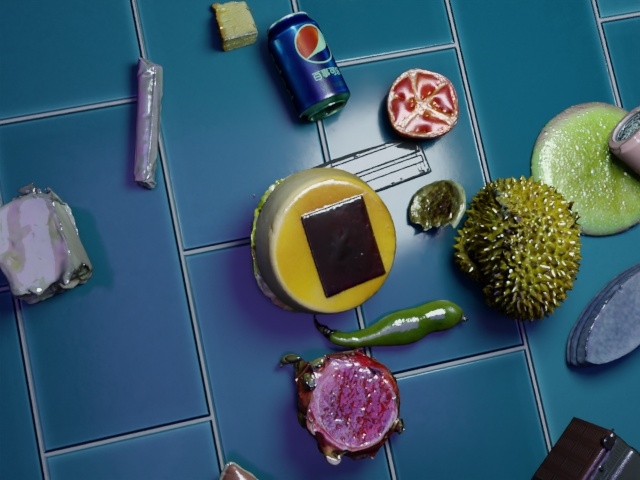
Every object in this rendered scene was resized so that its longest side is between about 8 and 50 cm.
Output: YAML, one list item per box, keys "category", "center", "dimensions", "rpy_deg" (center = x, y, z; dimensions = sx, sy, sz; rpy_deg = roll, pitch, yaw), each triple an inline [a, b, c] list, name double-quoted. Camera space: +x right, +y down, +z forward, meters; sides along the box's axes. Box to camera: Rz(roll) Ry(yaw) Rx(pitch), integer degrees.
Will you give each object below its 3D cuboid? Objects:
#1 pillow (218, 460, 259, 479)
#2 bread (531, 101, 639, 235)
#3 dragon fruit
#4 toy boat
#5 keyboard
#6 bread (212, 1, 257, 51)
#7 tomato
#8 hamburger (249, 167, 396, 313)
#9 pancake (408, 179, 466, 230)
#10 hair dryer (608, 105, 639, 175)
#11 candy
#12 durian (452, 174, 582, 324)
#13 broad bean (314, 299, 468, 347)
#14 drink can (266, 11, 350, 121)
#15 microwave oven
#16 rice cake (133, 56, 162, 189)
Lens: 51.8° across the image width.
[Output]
- category: "pillow"
  center: [-0.153, 0.540, 1.266]
  dimensions: [0.171, 0.075, 0.179]
  rpy_deg: [33, 82, -1]
- category: "bread"
  center: [0.594, -0.156, 1.421]
  dimensions: [0.301, 0.045, 0.302]
  rpy_deg: [0, 84, -4]
- category: "dragon fruit"
  center: [0.044, 0.315, 1.264]
  dimensions: [0.282, 0.147, 0.211]
  rpy_deg: [32, 91, -6]
- category: "toy boat"
  center: [0.624, 0.162, 1.376]
  dimensions: [0.283, 0.078, 0.127]
  rpy_deg: [-42, 93, -9]
- category: "keyboard"
  center: [0.044, -0.122, 1.374]
  dimensions: [0.381, 0.041, 0.104]
  rpy_deg: [-19, 86, -13]
- category: "bread"
  center: [-0.175, -0.457, 1.360]
  dimensions: [0.084, 0.080, 0.109]
  rpy_deg: [-14, 88, -9]
- category: "tomato"
  center: [0.209, -0.279, 1.383]
  dimensions: [0.155, 0.069, 0.156]
  rpy_deg: [0, 83, -2]
- category: "hamburger"
  center: [0.000, 0.000, 1.274]
  dimensions: [0.300, 0.176, 0.300]
  rpy_deg: [-1, 95, -18]
- category: "pancake"
  center: [0.241, -0.075, 1.355]
  dimensions: [0.129, 0.022, 0.116]
  rpy_deg: [-5, 65, 37]
- category: "hair dryer"
  center: [0.749, -0.261, 1.392]
  dimensions: [0.210, 0.125, 0.352]
  rpy_deg: [34, 61, -10]
- category: "candy"
  center: [-0.524, 0.010, 1.232]
  dimensions: [0.137, 0.185, 0.195]
  rpy_deg: [-20, 86, -11]
- category: "durian"
  center: [0.394, 0.020, 1.291]
  dimensions: [0.258, 0.258, 0.293]
  rpy_deg: [4, 89, -5]
- category: "broad bean"
  center: [0.144, 0.168, 1.341]
  dimensions: [0.317, 0.056, 0.098]
  rpy_deg: [0, 85, -3]
- category: "drink can"
  center: [-0.027, -0.353, 1.346]
  dimensions: [0.118, 0.118, 0.205]
  rpy_deg: [-26, 86, -7]
- category: "microwave oven"
  center: [0.572, 0.499, 1.288]
  dimensions: [0.247, 0.178, 0.188]
  rpy_deg: [39, 80, 0]
- category: "rice cake"
  center: [-0.351, -0.240, 1.336]
  dimensions: [0.049, 0.055, 0.270]
  rpy_deg: [2, 86, -1]
